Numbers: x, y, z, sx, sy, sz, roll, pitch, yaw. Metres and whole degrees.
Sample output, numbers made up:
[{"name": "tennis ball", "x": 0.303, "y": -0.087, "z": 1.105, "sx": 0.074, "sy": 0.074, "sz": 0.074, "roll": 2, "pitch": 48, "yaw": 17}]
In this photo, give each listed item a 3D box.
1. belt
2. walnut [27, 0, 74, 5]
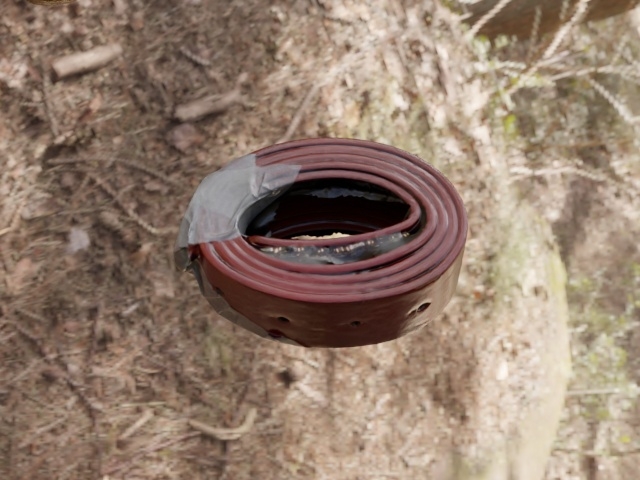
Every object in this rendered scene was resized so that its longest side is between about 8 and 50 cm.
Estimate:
[{"name": "belt", "x": 0.000, "y": 0.000, "z": 1.190, "sx": 0.115, "sy": 0.323, "sz": 0.227, "roll": 91, "pitch": 0, "yaw": -55}, {"name": "walnut", "x": -0.325, "y": -0.372, "z": 1.295, "sx": 0.166, "sy": 0.149, "sz": 0.167, "roll": -4, "pitch": 102, "yaw": -18}]
